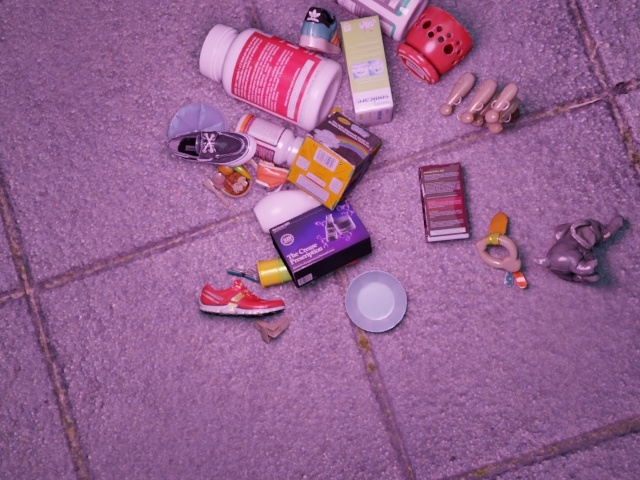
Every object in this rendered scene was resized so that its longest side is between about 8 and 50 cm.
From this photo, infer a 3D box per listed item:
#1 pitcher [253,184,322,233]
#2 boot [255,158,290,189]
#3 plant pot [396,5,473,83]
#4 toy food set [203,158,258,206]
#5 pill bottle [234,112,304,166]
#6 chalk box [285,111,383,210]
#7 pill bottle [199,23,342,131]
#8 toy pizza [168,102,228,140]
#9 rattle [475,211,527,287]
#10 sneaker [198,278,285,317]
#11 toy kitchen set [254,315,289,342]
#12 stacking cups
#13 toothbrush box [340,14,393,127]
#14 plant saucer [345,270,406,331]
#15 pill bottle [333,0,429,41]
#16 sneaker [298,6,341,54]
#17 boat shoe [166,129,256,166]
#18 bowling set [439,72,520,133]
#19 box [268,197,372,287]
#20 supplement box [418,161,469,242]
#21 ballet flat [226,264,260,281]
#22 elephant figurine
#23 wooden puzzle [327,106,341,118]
[{"bbox_3d":[-0.115,-0.125,1.943,0.207,0.125,0.177,-25,65,-7],"label":"pitcher"},{"bbox_3d":[-0.126,-0.194,1.905,0.158,0.059,0.084,18,102,2],"label":"boot"},{"bbox_3d":[0.347,-0.597,1.885,0.191,0.191,0.174,42,93,5],"label":"plant pot"},{"bbox_3d":[-0.284,-0.196,1.945,0.192,0.038,0.132,-40,97,26],"label":"toy food set"},{"bbox_3d":[-0.157,-0.314,1.944,0.221,0.121,0.121,22,89,5],"label":"pill bottle"},{"bbox_3d":[0.057,-0.260,1.871,0.180,0.289,0.179,35,128,7],"label":"chalk box"},{"bbox_3d":[-0.157,-0.517,1.897,0.408,0.229,0.229,25,89,6],"label":"pill bottle"},{"bbox_3d":[-0.402,-0.355,2.010,0.201,0.032,0.201,0,86,6],"label":"toy pizza"},{"bbox_3d":[0.588,0.036,1.915,0.200,0.142,0.130,42,124,-10],"label":"rattle"},{"bbox_3d":[-0.250,0.183,1.940,0.279,0.107,0.118,3,78,2],"label":"sneaker"},{"bbox_3d":[-0.154,0.282,1.965,0.083,0.075,0.068,20,131,37],"label":"toy kitchen set"},{"bbox_3d":[-0.039,0.072,1.941,0.316,0.096,0.096,-14,86,-1],"label":"stacking cups"},{"bbox_3d":[0.143,-0.514,1.887,0.122,0.206,0.283,-11,87,4],"label":"toothbrush box"},{"bbox_3d":[0.176,0.192,1.936,0.195,0.037,0.195,0,88,4],"label":"plant saucer"},{"bbox_3d":[0.153,-0.802,1.902,0.361,0.204,0.204,35,90,5],"label":"pill bottle"},{"bbox_3d":[0.012,-0.637,1.849,0.108,0.302,0.121,13,106,7],"label":"sneaker"},{"bbox_3d":[-0.342,-0.293,1.879,0.301,0.102,0.108,7,87,29],"label":"boat shoe"},{"bbox_3d":[0.525,-0.388,1.872,0.200,0.287,0.154,32,97,-28],"label":"bowling set"},{"bbox_3d":[0.000,0.000,1.870,0.261,0.103,0.184,-26,56,-9],"label":"box"},{"bbox_3d":[0.385,-0.119,1.916,0.130,0.073,0.239,-5,88,3],"label":"supplement box"},{"bbox_3d":[-0.247,0.102,1.977,0.114,0.041,0.041,17,89,5],"label":"ballet flat"},{"bbox_3d":[0.792,0.000,1.856,0.169,0.186,0.239,7,73,47],"label":"elephant figurine"},{"bbox_3d":[0.036,-0.377,1.985,0.079,0.014,0.116,-2,87,5],"label":"wooden puzzle"}]
